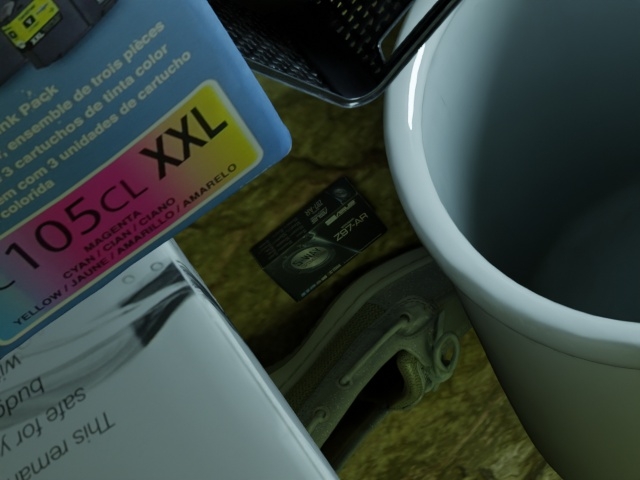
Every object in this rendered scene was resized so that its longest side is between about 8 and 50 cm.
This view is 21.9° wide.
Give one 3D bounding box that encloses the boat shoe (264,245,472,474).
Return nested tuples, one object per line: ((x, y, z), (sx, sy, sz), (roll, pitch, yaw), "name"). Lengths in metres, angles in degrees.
((0.024, 0.115, 1.196), (0.320, 0.103, 0.118), (-36, 151, -30), "boat shoe")

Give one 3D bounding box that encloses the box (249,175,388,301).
((0.000, 0.000, 1.132), (0.083, 0.018, 0.067), (-38, 149, 2), "box")

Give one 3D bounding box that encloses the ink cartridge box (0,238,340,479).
((-0.164, 0.108, 0.745), (0.285, 0.395, 0.166), (-35, 149, -3), "ink cartridge box")

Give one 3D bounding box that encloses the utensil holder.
((0.241, -0.008, 1.074), (0.328, 0.327, 0.385), (-36, 150, -3), "utensil holder")

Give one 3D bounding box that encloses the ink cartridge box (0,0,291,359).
((-0.188, -0.161, 0.485), (0.151, 0.270, 0.395), (-39, 149, -1), "ink cartridge box")

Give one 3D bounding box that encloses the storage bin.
((-0.011, -0.154, 0.854), (0.122, 0.084, 0.180), (-48, 146, 18), "storage bin")
